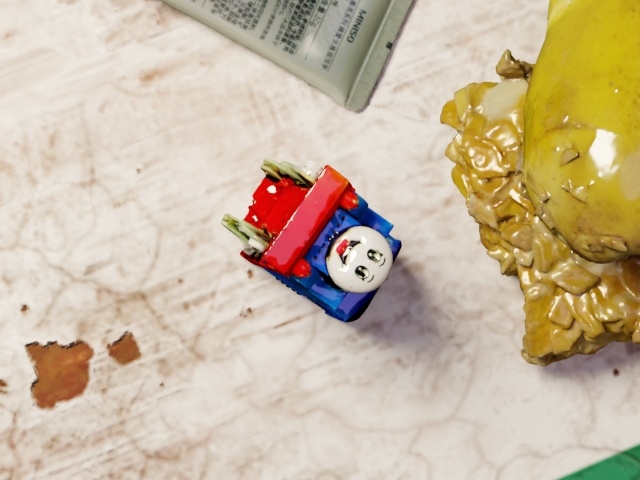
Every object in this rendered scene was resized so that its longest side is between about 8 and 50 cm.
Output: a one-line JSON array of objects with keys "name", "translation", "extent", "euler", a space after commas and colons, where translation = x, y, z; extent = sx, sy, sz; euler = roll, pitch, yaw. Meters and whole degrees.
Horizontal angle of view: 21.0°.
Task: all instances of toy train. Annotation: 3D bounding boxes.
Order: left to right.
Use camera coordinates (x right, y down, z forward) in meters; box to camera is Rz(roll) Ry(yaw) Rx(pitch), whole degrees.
[{"name": "toy train", "translation": [0.000, 0.000, 1.274], "extent": [0.131, 0.204, 0.083], "euler": [36, 86, -9]}]

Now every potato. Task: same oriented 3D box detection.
[{"name": "potato", "translation": [0.239, -0.118, 1.244], "extent": [0.173, 0.140, 0.300], "euler": [19, 68, -5]}]

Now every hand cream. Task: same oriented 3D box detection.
[{"name": "hand cream", "translation": [-0.093, -0.226, 1.343], "extent": [0.340, 0.078, 0.124], "euler": [25, 86, -13]}]

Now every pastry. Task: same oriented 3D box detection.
[{"name": "pastry", "translation": [0.190, -0.032, 1.343], "extent": [0.154, 0.102, 0.250], "euler": [-20, 93, 2]}]
